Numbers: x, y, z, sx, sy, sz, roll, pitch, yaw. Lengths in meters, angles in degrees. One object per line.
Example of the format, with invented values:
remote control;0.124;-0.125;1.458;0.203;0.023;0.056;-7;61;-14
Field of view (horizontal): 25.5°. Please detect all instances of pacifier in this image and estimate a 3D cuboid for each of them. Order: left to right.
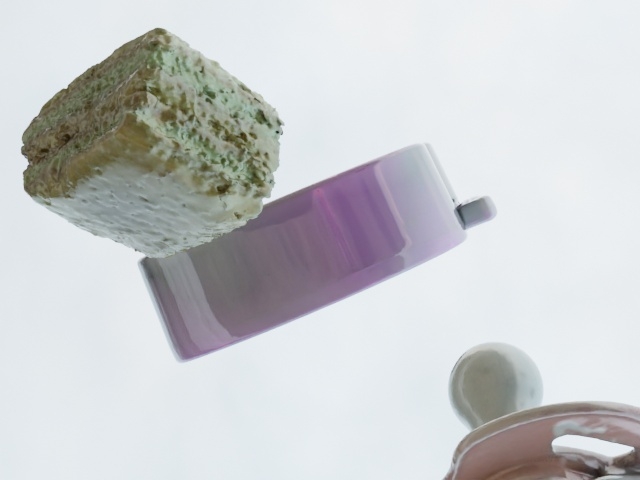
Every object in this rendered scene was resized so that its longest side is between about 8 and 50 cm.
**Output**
pacifier;0.059;0.064;0.406;0.099;0.081;0.078;-53;-144;37

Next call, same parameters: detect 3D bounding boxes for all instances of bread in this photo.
bread;-0.132;-0.061;1.061;0.196;0.138;0.102;-20;-135;45

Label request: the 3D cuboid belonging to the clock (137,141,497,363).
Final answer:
clock;0.000;0.000;1.308;0.338;0.338;0.102;-22;-88;36
